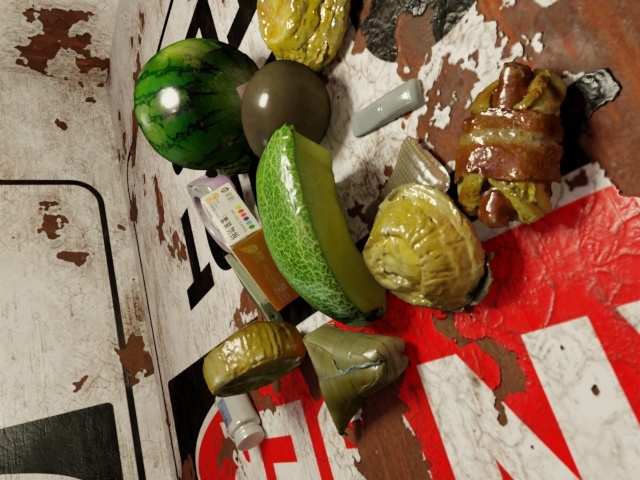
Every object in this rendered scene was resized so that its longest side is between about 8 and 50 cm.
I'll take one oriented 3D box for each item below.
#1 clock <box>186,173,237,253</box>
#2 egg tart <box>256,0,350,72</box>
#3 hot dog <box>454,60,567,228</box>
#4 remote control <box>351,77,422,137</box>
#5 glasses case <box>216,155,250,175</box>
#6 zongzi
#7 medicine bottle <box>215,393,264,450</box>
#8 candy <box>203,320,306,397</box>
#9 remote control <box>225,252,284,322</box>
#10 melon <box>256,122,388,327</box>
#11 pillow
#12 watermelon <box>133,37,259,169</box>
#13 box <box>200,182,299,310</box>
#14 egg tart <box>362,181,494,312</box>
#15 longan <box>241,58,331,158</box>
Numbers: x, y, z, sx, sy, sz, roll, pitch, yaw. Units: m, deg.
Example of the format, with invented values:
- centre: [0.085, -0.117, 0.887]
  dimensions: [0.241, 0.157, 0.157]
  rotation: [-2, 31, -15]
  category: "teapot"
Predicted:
- centre: [-0.296, -0.075, 1.348]
  dimensions: [0.227, 0.090, 0.248]
  rotation: [11, 131, 56]
  category: "clock"
- centre: [-0.052, -0.492, 0.959]
  dimensions: [0.294, 0.123, 0.294]
  rotation: [11, 103, 57]
  category: "egg tart"
- centre: [0.241, -0.121, 0.585]
  dimensions: [0.146, 0.103, 0.213]
  rotation: [8, 99, 58]
  category: "hot dog"
- centre: [0.113, -0.241, 0.829]
  dimensions: [0.184, 0.027, 0.050]
  rotation: [-14, 82, 57]
  category: "remote control"
- centre: [-0.313, -0.292, 1.398]
  dimensions: [0.272, 0.095, 0.062]
  rotation: [48, 140, 41]
  category: "glasses case"
- centre: [0.080, 0.298, 0.880]
  dimensions: [0.228, 0.115, 0.256]
  rotation: [-4, 97, 52]
  category: "zongzi"
- centre: [-0.253, 0.553, 1.412]
  dimensions: [0.186, 0.103, 0.102]
  rotation: [50, 133, 41]
  category: "medicine bottle"
- centre: [-0.161, 0.293, 1.106]
  dimensions: [0.260, 0.260, 0.118]
  rotation: [-54, 52, 45]
  category: "candy"
- centre: [-0.193, 0.138, 1.287]
  dimensions: [0.285, 0.038, 0.123]
  rotation: [41, 159, 50]
  category: "remote control"
- centre: [0.000, 0.000, 0.876]
  dimensions: [0.331, 0.226, 0.343]
  rotation: [118, 145, -61]
  category: "melon"
- centre: [0.147, -0.066, 0.797]
  dimensions: [0.135, 0.034, 0.211]
  rotation: [57, 139, 33]
  category: "pillow"
- centre: [-0.309, -0.347, 1.169]
  dimensions: [0.363, 0.363, 0.363]
  rotation: [11, 103, 55]
  category: "watermelon"
- centre: [-0.166, 0.018, 1.097]
  dimensions: [0.221, 0.091, 0.274]
  rotation: [49, 170, 41]
  category: "box"
- centre: [0.146, 0.025, 0.706]
  dimensions: [0.252, 0.098, 0.232]
  rotation: [13, 128, 57]
  category: "egg tart"
- centre: [-0.073, -0.271, 0.954]
  dimensions: [0.196, 0.196, 0.220]
  rotation: [50, 146, 41]
  category: "longan"
